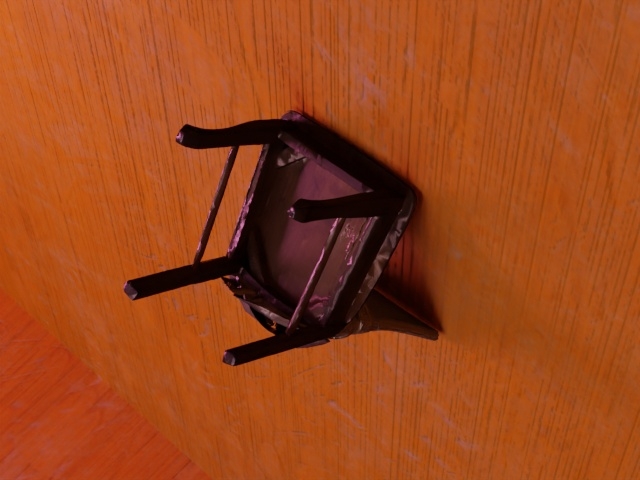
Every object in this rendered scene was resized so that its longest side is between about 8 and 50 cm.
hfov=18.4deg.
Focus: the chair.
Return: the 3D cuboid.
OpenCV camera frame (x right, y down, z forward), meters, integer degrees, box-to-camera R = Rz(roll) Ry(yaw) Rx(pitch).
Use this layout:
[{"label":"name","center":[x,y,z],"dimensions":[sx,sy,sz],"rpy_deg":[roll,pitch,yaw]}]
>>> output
[{"label":"chair","center":[0.000,0.000,1.716],"dimensions":[0.160,0.319,0.186],"rpy_deg":[33,113,29]}]
